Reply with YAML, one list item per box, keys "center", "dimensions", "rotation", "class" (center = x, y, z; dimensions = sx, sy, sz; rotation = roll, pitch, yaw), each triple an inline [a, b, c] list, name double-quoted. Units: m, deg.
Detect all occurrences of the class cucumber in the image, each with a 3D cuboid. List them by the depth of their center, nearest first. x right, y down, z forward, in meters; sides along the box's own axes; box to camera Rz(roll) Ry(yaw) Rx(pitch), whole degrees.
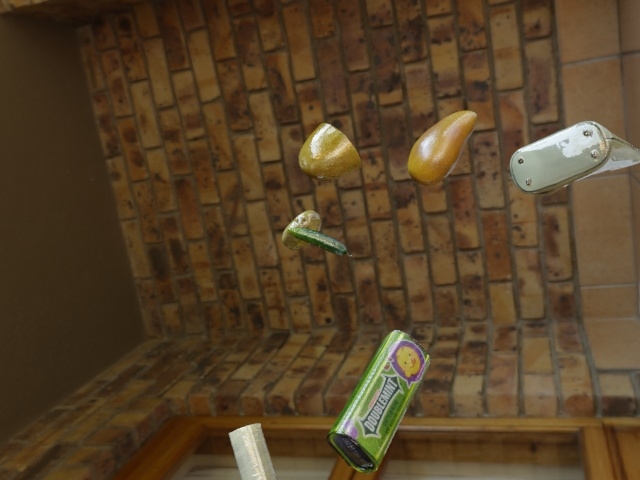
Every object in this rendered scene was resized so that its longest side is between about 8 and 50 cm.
- center: [0.000, 0.000, 1.467]
  dimensions: [0.039, 0.168, 0.039]
  rotation: [-159, 90, -84]
  class: "cucumber"

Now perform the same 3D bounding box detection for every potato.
- center: [-0.052, -0.030, 1.811]
  dimensions: [0.138, 0.070, 0.091]
  rotation: [-51, -51, -7]
  class: "potato"
- center: [0.006, -0.267, 1.960]
  dimensions: [0.203, 0.158, 0.178]
  rotation: [49, 163, 17]
  class: "potato"

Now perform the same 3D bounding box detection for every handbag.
- center: [0.555, -0.148, 1.303]
  dimensions: [0.315, 0.241, 0.109]
  rotation: [10, -115, -51]
  class: "handbag"

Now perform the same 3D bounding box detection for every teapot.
- center: [-0.152, 0.562, 1.497]
  dimensions: [0.107, 0.077, 0.200]
  rotation: [37, -150, -64]
  class: "teapot"

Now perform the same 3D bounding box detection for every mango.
- center: [0.236, -0.186, 1.184]
  dimensions: [0.085, 0.102, 0.184]
  rotation: [41, -108, -17]
  class: "mango"

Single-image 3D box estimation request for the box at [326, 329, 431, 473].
- center: [0.149, 0.379, 1.461]
  dimensions: [0.134, 0.097, 0.345]
  rotation: [44, -133, -4]
  class: "box"
